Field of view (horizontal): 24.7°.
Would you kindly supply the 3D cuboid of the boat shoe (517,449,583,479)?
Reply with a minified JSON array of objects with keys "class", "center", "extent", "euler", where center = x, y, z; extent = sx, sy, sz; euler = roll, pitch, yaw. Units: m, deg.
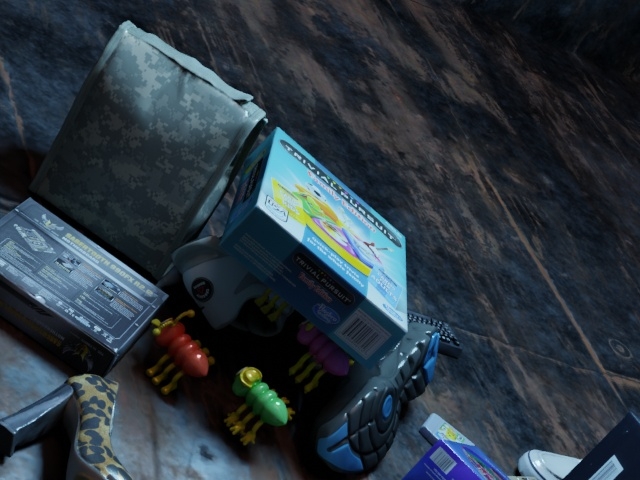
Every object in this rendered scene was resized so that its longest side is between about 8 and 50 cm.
[{"class":"boat shoe","center":[0.419,0.363,2.163],"extent":[0.267,0.088,0.096],"euler":[28,28,-13]}]

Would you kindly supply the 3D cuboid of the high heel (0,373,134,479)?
[{"class":"high heel","center":[-0.216,0.244,1.630],"extent":[0.261,0.093,0.186],"euler":[35,32,20]}]

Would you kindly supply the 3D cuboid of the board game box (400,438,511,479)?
[{"class":"board game box","center":[0.271,0.403,1.849],"extent":[0.347,0.078,0.233],"euler":[45,5,19]}]

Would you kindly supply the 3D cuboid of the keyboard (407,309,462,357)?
[{"class":"keyboard","center":[0.143,0.139,2.291],"extent":[0.180,0.023,0.108],"euler":[19,31,-27]}]

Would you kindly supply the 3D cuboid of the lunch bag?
[{"class":"lunch bag","center":[-0.229,-0.136,2.030],"extent":[0.235,0.287,0.169],"euler":[35,27,2]}]

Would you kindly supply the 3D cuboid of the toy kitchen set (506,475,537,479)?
[{"class":"toy kitchen set","center":[0.298,0.362,2.052],"extent":[0.075,0.068,0.083],"euler":[9,37,-40]}]

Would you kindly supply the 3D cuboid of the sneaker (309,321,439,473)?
[{"class":"sneaker","center":[0.048,0.208,2.007],"extent":[0.140,0.125,0.341],"euler":[13,24,19]}]

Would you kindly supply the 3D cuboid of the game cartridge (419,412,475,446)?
[{"class":"game cartridge","center":[0.183,0.287,2.104],"extent":[0.083,0.017,0.056],"euler":[38,31,7]}]

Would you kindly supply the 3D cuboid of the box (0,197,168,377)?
[{"class":"box","center":[-0.328,0.059,1.854],"extent":[0.231,0.056,0.183],"euler":[35,26,0]}]

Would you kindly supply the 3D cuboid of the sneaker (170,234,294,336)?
[{"class":"sneaker","center":[-0.077,0.066,2.082],"extent":[0.330,0.122,0.146],"euler":[-7,73,-55]}]

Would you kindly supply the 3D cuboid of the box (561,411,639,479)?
[{"class":"box","center":[0.475,0.413,1.889],"extent":[0.312,0.179,0.343],"euler":[44,5,0]}]

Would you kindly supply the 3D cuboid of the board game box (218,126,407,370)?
[{"class":"board game box","center":[0.000,0.000,1.970],"extent":[0.254,0.079,0.336],"euler":[41,18,-12]}]

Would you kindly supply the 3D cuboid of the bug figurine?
[{"class":"bug figurine","center":[-0.076,0.129,1.887],"extent":[0.279,0.072,0.216],"euler":[-34,72,-35]}]
